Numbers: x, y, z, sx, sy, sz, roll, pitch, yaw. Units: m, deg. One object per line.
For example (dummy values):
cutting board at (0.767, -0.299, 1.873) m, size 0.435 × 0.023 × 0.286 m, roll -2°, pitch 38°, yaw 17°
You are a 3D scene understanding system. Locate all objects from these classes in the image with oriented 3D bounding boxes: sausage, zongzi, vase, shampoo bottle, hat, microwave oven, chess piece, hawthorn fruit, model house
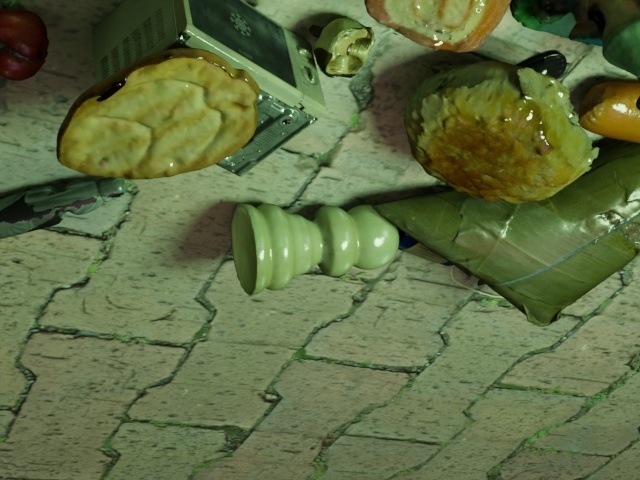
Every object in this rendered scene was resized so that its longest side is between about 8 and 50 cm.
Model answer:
sausage at (0.492, -0.186, 1.729) m, size 0.238 × 0.098 × 0.098 m, roll 6°, pitch 142°, yaw -21°
zongzi at (0.335, -0.064, 1.812) m, size 0.393 × 0.174 × 0.356 m, roll 30°, pitch 123°, yaw -29°
vase at (-0.381, -0.053, 1.693) m, size 0.211 × 0.060 × 0.060 m, roll -14°, pitch 146°, yaw 6°
shampoo bottle at (0.192, 0.000, 1.944) m, size 0.183 × 0.050 × 0.087 m, roll 19°, pitch 135°, yaw -37°
hat at (0.024, -0.253, 1.520) m, size 0.077 × 0.059 × 0.076 m, roll -5°, pitch 130°, yaw -45°
microwave oven at (-0.144, -0.204, 1.473) m, size 0.194 × 0.145 × 0.240 m, roll -36°, pitch 139°, yaw 27°
chess piece at (0.000, 0.000, 1.830) m, size 0.251 × 0.144 × 0.144 m, roll -7°, pitch 146°, yaw -19°
hawthorn fruit at (-0.373, -0.237, 1.411) m, size 0.093 × 0.093 × 0.093 m, roll -8°, pitch 146°, yaw -5°
model house at (0.423, -0.250, 1.418) m, size 0.312 × 0.280 × 0.245 m, roll 6°, pitch 142°, yaw -29°

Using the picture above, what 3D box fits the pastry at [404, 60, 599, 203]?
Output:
pastry at (0.240, -0.152, 1.625) m, size 0.236 × 0.120 × 0.257 m, roll -9°, pitch 140°, yaw 44°

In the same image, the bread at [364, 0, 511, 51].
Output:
bread at (0.155, -0.338, 1.376) m, size 0.190 × 0.123 × 0.244 m, roll 15°, pitch 135°, yaw -9°

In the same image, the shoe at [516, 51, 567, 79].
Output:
shoe at (0.277, -0.211, 1.665) m, size 0.159 × 0.053 × 0.062 m, roll -19°, pitch 142°, yaw 16°

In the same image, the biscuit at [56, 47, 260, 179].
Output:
biscuit at (-0.195, -0.142, 1.389) m, size 0.260 × 0.041 × 0.203 m, roll -20°, pitch 148°, yaw 14°
